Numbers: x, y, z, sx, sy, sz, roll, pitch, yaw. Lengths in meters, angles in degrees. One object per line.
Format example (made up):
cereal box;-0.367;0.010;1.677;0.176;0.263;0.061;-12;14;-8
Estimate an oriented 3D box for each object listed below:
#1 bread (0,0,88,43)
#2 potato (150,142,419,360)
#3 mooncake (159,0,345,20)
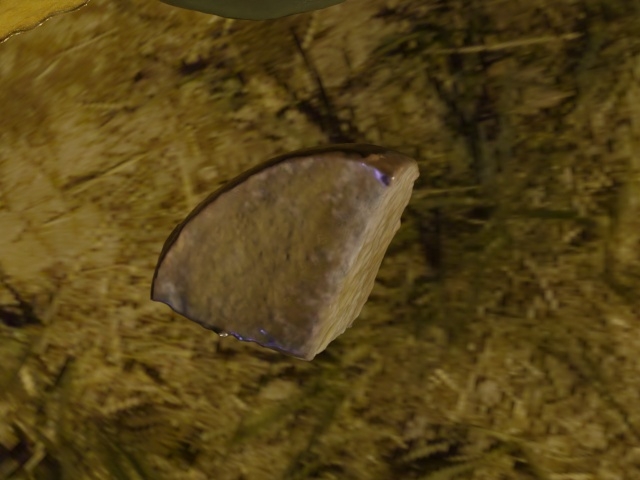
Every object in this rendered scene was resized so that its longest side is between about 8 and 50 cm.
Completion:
bread;-0.257;-0.289;1.636;0.088;0.233;0.161;41;46;10
potato;-0.024;-0.028;1.863;0.189;0.211;0.264;30;115;10
mooncake;-0.055;-0.346;1.281;0.356;0.194;0.356;-10;120;-17
